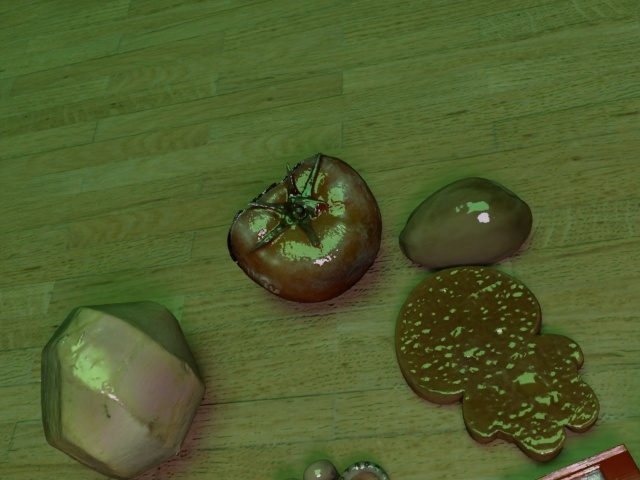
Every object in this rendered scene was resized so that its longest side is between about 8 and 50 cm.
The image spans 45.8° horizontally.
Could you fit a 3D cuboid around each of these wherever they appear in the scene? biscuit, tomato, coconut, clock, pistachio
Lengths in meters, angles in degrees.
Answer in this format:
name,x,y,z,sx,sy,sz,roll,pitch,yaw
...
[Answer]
name,x,y,z,sx,sy,sz,roll,pitch,yaw
biscuit,0.218,0.148,0.959,0.202,0.044,0.288,-41,54,-10
tomato,0.000,0.000,1.062,0.214,0.181,0.155,-44,58,-8
coconut,-0.256,0.185,0.996,0.197,0.237,0.237,15,62,22
clock,0.284,0.305,0.816,0.155,0.061,0.113,-24,52,7
pistachio,0.199,-0.022,1.053,0.185,0.126,0.108,-13,10,15

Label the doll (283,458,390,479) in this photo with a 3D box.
name,x,y,z,sx,sy,sz,roll,pitch,yaw
doll,0.034,0.369,0.836,0.154,0.119,0.278,-24,42,2
